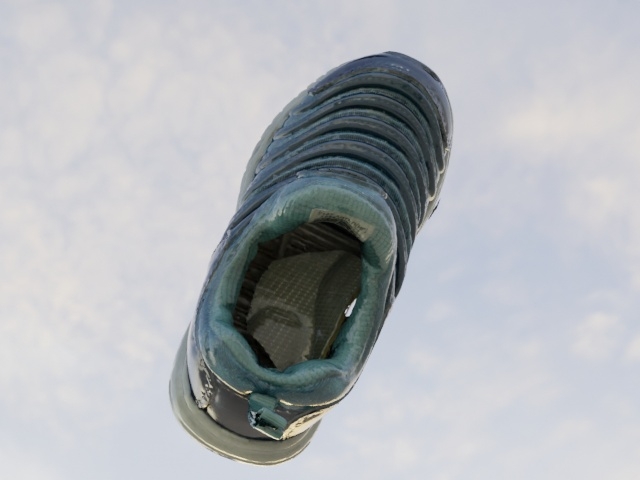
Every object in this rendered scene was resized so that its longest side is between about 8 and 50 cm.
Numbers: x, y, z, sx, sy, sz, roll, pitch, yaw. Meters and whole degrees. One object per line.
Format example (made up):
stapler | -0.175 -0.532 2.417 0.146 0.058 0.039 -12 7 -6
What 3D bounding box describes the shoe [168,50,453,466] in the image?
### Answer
shoe | 0.000 0.000 0.495 0.064 0.143 0.071 28 -17 -4
